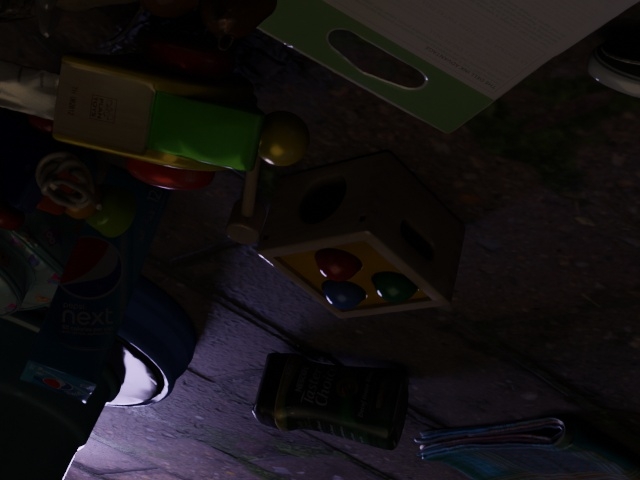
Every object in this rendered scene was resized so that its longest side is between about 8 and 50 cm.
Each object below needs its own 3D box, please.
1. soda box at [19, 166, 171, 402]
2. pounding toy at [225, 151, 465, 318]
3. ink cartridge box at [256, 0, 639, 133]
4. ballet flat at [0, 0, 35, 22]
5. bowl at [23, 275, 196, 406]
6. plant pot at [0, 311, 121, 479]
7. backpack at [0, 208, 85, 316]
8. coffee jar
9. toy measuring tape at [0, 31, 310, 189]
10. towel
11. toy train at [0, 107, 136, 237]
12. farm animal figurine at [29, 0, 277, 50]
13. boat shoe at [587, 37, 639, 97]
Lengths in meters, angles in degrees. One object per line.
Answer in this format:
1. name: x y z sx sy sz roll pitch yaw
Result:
1. soda box: -0.211 0.040 0.970 0.067 0.210 0.071 22 152 -12
2. pounding toy: -0.010 -0.004 0.914 0.206 0.094 0.181 -11 142 39
3. ink cartridge box: 0.082 -0.166 0.619 0.171 0.056 0.235 26 153 -18
4. ballet flat: -0.315 -0.209 0.737 0.249 0.058 0.084 18 151 -4
5. bowl: -0.355 0.108 1.309 0.390 0.077 0.391 12 151 7
6. plant pot: -0.460 0.276 1.232 0.341 0.334 0.341 13 151 7
7. backpack: -0.334 0.000 1.038 0.165 0.145 0.188 -18 141 38
8. coffee jar: 0.012 0.195 1.259 0.184 0.096 0.079 7 152 15
9. toy measuring tape: -0.167 -0.113 0.775 0.329 0.121 0.121 13 152 3
10. towel: 0.347 0.339 1.411 0.370 0.040 0.271 33 148 -29
11. toy train: -0.211 -0.041 0.872 0.248 0.105 0.143 29 177 39
12. farm animal figurine: -0.154 -0.211 0.531 0.326 0.172 0.330 11 151 8
13. boat shoe: 0.243 -0.114 0.647 0.142 0.049 0.040 10 132 8
